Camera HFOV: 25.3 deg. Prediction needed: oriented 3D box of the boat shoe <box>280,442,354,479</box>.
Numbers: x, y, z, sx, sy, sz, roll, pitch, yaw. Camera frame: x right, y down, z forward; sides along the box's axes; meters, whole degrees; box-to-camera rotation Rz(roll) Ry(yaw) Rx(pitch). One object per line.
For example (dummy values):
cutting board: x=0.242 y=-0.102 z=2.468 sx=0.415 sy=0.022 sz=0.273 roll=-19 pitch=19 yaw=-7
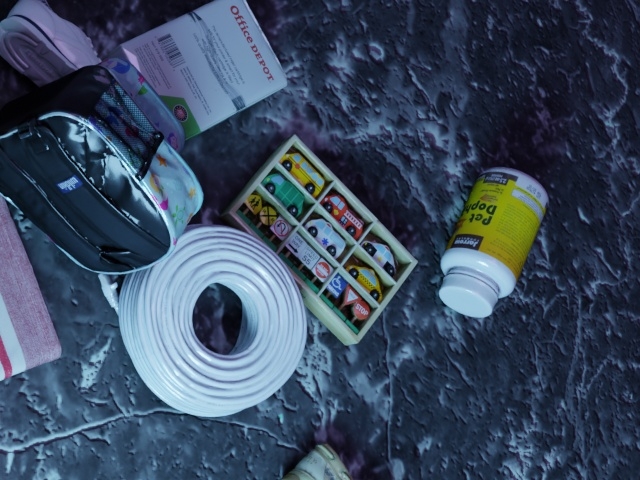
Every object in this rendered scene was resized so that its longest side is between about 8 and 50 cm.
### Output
boat shoe: x=0.066 y=0.403 z=1.934 sx=0.089 sy=0.104 sz=0.285 roll=-44 pitch=102 yaw=-28

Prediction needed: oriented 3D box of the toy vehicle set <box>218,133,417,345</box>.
toy vehicle set: x=0.000 y=0.000 z=2.023 sx=0.267 sy=0.035 sz=0.166 roll=45 pitch=61 yaw=-15

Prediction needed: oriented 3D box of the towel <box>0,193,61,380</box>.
towel: x=-0.473 y=0.077 z=1.674 sx=0.329 sy=0.037 sz=0.237 roll=-21 pitch=90 yaw=-47

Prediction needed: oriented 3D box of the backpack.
backpack: x=-0.273 y=-0.085 z=1.764 sx=0.253 sy=0.225 sz=0.191 roll=53 pitch=43 yaw=-22

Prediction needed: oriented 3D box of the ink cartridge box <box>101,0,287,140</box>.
ink cartridge box: x=-0.170 y=-0.227 z=1.939 sx=0.208 sy=0.087 sz=0.153 roll=-31 pitch=95 yaw=-32

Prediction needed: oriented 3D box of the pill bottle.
pill bottle: x=0.254 y=0.004 z=2.128 sx=0.117 sy=0.117 sz=0.215 roll=36 pitch=63 yaw=-20

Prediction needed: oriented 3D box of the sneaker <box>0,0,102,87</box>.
sneaker: x=-0.314 y=-0.219 z=1.858 sx=0.235 sy=0.090 sz=0.095 roll=51 pitch=36 yaw=-20

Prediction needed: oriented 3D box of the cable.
cable: x=-0.139 y=0.102 z=1.885 sx=0.257 sy=0.089 sz=0.257 roll=-20 pitch=90 yaw=-33
